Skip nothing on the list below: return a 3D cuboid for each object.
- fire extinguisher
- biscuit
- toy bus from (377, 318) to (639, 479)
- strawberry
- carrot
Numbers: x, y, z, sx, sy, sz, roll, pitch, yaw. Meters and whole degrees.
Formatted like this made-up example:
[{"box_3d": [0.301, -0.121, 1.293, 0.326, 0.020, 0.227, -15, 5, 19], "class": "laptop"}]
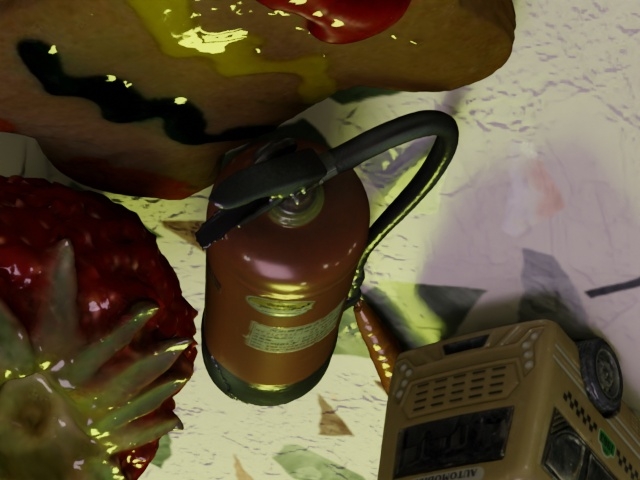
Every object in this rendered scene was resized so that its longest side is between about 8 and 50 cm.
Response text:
[{"box_3d": [-0.010, -0.005, 1.090, 0.113, 0.200, 0.376, 38, 160, 11], "class": "fire extinguisher"}, {"box_3d": [-0.100, -0.128, 0.932, 0.394, 0.076, 0.368, -18, 154, 36], "class": "biscuit"}, {"box_3d": [0.207, 0.239, 1.261, 0.177, 0.202, 0.365, -18, 130, 35], "class": "toy bus"}, {"box_3d": [-0.253, 0.063, 1.106, 0.292, 0.292, 0.343, 54, 172, -37], "class": "strawberry"}, {"box_3d": [0.074, 0.126, 1.304, 0.048, 0.048, 0.216, -10, 128, 30], "class": "carrot"}]
